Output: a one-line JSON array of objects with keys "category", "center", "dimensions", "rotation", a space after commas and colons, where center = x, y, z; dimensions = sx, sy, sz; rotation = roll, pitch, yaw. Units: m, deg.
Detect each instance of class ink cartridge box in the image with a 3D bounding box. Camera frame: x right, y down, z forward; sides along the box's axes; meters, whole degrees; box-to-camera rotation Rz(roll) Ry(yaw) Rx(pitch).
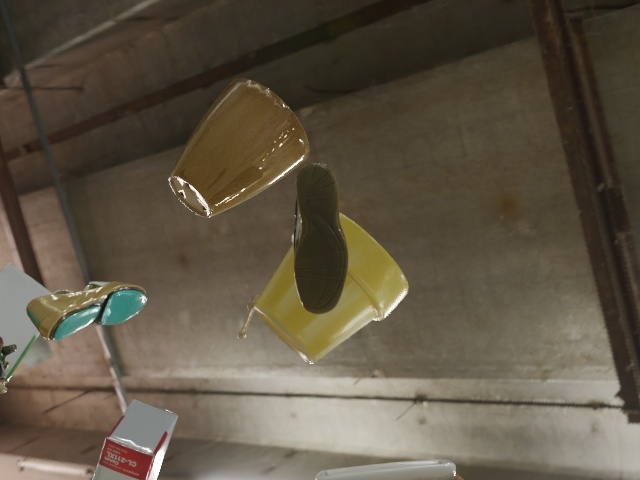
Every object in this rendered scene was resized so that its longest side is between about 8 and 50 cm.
[{"category": "ink cartridge box", "center": [-0.601, 0.199, 1.304], "dimensions": [0.117, 0.201, 0.278], "rotation": [41, -56, -18]}, {"category": "ink cartridge box", "center": [-0.273, 0.335, 1.066], "dimensions": [0.072, 0.127, 0.175], "rotation": [20, -78, -2]}]

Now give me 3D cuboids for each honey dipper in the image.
[{"category": "honey dipper", "center": [-0.160, 0.174, 1.715], "dimensions": [0.030, 0.161, 0.031], "rotation": [3, -64, 6]}]

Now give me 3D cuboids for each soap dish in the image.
[{"category": "soap dish", "center": [0.131, 0.502, 1.484], "dimensions": [0.290, 0.229, 0.118], "rotation": [-6, -104, 2]}]

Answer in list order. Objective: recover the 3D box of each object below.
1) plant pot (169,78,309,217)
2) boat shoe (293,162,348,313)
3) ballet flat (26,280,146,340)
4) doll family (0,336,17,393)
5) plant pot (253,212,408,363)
[{"category": "plant pot", "center": [-0.193, -0.175, 1.619], "dimensions": [0.237, 0.254, 0.237], "rotation": [32, -27, 19]}, {"category": "boat shoe", "center": [-0.001, -0.001, 1.127], "dimensions": [0.080, 0.073, 0.224], "rotation": [-4, -100, 0]}, {"category": "ballet flat", "center": [-0.359, 0.094, 1.180], "dimensions": [0.073, 0.232, 0.080], "rotation": [35, -75, 15]}, {"category": "doll family", "center": [-0.499, 0.197, 1.034], "dimensions": [0.076, 0.192, 0.111], "rotation": [79, -10, -45]}, {"category": "plant pot", "center": [0.004, 0.101, 1.500], "dimensions": [0.254, 0.239, 0.254], "rotation": [42, -13, 12]}]
